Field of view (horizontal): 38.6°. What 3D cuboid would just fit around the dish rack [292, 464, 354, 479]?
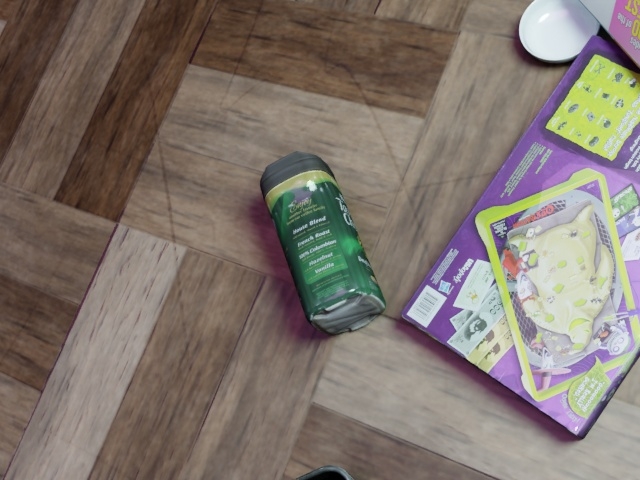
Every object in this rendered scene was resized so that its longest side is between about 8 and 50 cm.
[{"bbox_3d":[-0.009,0.372,0.847,0.208,0.074,0.272,-29,64,12],"label":"dish rack"}]

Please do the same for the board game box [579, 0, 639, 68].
[{"bbox_3d":[0.306,-0.337,0.809,0.064,0.317,0.242,-14,53,-16],"label":"board game box"}]

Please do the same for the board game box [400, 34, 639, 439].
[{"bbox_3d":[0.258,-0.012,0.882,0.208,0.056,0.347,34,88,33],"label":"board game box"}]

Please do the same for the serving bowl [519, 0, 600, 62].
[{"bbox_3d":[0.254,-0.222,0.965,0.083,0.027,0.083,-7,70,21],"label":"serving bowl"}]

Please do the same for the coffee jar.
[{"bbox_3d":[0.000,0.000,0.958,0.079,0.096,0.184,-26,65,10],"label":"coffee jar"}]
